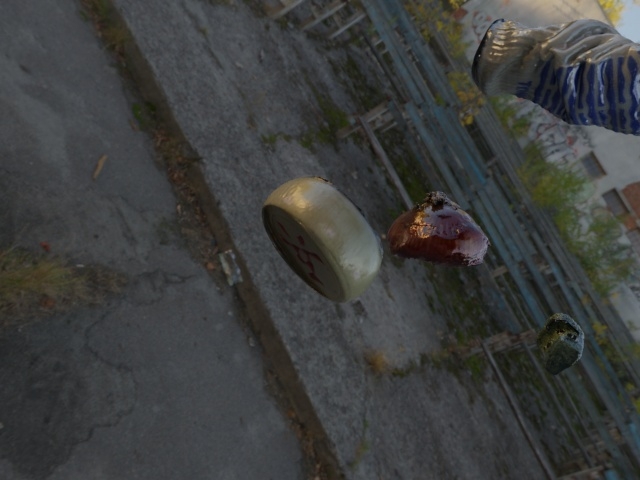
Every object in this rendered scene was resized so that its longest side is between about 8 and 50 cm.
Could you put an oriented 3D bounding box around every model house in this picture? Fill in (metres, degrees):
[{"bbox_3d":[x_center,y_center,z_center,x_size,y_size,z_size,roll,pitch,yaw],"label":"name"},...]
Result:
[{"bbox_3d":[0.406,0.176,0.783,0.066,0.078,0.083,35,27,15],"label":"model house"}]

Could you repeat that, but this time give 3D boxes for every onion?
[{"bbox_3d":[0.260,-0.026,1.025,0.230,0.230,0.163,-7,99,-69],"label":"onion"}]

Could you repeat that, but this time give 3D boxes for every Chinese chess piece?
[{"bbox_3d":[0.000,0.000,0.858,0.250,0.103,0.249,41,-22,21],"label":"Chinese chess piece"}]

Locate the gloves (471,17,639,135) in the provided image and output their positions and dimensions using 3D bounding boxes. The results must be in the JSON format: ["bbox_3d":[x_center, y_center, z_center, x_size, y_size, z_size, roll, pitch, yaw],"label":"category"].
[{"bbox_3d":[0.247,-0.140,0.390,0.119,0.229,0.097,-11,110,-61],"label":"gloves"}]
